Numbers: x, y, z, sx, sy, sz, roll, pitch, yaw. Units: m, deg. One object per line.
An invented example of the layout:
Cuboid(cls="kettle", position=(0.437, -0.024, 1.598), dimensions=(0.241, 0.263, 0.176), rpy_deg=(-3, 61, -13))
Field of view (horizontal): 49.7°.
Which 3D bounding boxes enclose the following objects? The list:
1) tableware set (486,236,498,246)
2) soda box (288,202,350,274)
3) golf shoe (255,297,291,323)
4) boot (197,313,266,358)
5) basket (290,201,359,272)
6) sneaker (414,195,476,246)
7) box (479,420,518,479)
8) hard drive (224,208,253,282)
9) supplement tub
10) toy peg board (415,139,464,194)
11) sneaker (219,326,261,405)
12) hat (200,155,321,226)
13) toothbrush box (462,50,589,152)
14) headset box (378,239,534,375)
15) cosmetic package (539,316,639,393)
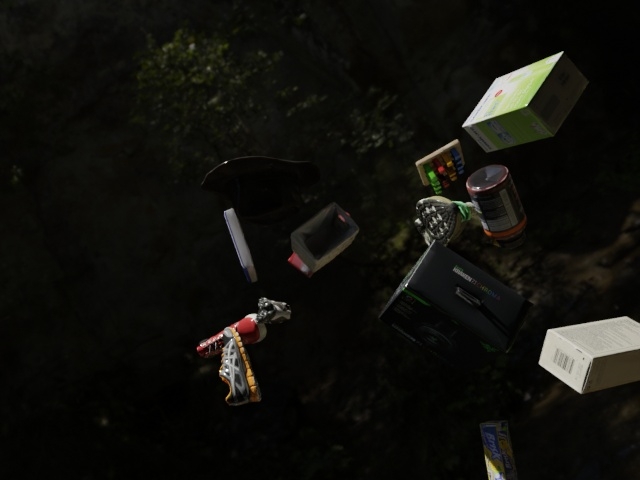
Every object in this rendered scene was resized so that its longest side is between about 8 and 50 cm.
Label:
Cuboid(cls="tableware set", position=(0.559, -0.057, 2.141), dimensions=(0.024, 0.154, 0.104), rpy_deg=(14, 0, -9))
Cuboid(cls="soda box", position=(0.000, 0.000, 2.448), dimensions=(0.263, 0.092, 0.083), rpy_deg=(-54, -11, -6))
Cuboid(cls="golf shoe", position=(-0.135, 0.209, 1.982), dimensions=(0.094, 0.077, 0.198), rpy_deg=(10, -1, -11))
Cuboid(cls="boot", position=(-0.281, 0.306, 2.128), dimensions=(0.176, 0.088, 0.244), rpy_deg=(-20, -7, -34))
Cuboid(cls="basket", position=(0.008, -0.005, 1.917), dimensions=(0.167, 0.113, 0.103), rpy_deg=(-37, -14, -22))
Cuboid(cls="sneaker", position=(0.407, -0.082, 2.165), dimensions=(0.182, 0.158, 0.410), rpy_deg=(-33, -8, -3))
Cuboid(cls="box", position=(0.484, 0.578, 1.874), dimensions=(0.054, 0.169, 0.059), rpy_deg=(0, -13, -41))
Cuboid(cls="hard drive", position=(-0.280, 0.026, 2.458), dimensions=(0.040, 0.210, 0.318), rpy_deg=(-19, -11, -6))
Cuboid(cls="supplement tub", position=(0.426, -0.075, 1.644), dimensions=(0.106, 0.106, 0.198), rpy_deg=(-32, -60, -3))
Cuboid(cls="toy peg board", position=(0.426, -0.239, 2.357), dimensions=(0.161, 0.079, 0.161), rpy_deg=(-29, -27, 5))
Cuboid(cls="sneaker", position=(-0.213, 0.308, 1.699), dimensions=(0.083, 0.215, 0.084), rpy_deg=(-21, -38, -4))
Cuboid(cls="hat", position=(-0.153, -0.111, 1.869), dimensions=(0.331, 0.134, 0.331), rpy_deg=(-7, -15, -2))
Cuboid(cls="toothbrush box", position=(0.563, -0.376, 1.919), dimensions=(0.206, 0.122, 0.283), rpy_deg=(-53, 16, -16))
Cuboid(cls="headset box", position=(0.288, 0.152, 1.503), dimensions=(0.131, 0.246, 0.283), rpy_deg=(-54, -5, -22))
Cuboid(cls="cosmetic package", position=(0.759, 0.300, 1.842), dimensions=(0.309, 0.160, 0.113), rpy_deg=(-3, -67, -28))
